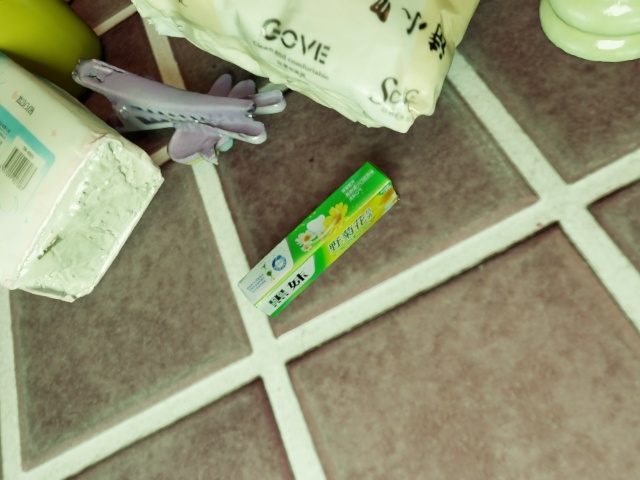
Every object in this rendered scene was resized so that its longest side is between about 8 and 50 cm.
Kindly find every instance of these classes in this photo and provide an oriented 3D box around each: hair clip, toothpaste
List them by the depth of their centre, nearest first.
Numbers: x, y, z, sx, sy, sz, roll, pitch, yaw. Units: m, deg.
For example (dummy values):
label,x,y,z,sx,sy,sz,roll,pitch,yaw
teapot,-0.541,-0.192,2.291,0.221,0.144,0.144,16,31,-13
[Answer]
label,x,y,z,sx,sy,sz,roll,pitch,yaw
toothpaste,0.000,0.000,0.506,0.178,0.043,0.037,-43,62,-2
hair clip,-0.166,-0.163,0.624,0.278,0.090,0.137,18,62,19

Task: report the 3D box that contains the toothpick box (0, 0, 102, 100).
label,x,y,z,sx,sy,sz,roll,pitch,yaw
toothpick box,-0.444,-0.304,0.676,0.174,0.271,0.175,-8,65,17

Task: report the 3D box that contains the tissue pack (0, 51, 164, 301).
label,x,y,z,sx,sy,sz,roll,pitch,yaw
tissue pack,-0.340,-0.083,0.613,0.271,0.124,0.202,36,96,28

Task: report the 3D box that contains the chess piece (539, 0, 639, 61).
label,x,y,z,sx,sy,sz,roll,pitch,yaw
chess piece,0.257,-0.286,0.414,0.144,0.251,0.145,-8,65,18

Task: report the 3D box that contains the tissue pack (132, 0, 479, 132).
label,x,y,z,sx,sy,sz,roll,pitch,yaw
tissue pack,0.009,-0.325,0.566,0.375,0.195,0.390,22,72,10

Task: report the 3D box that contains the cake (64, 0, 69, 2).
label,x,y,z,sx,sy,sz,roll,pitch,yaw
cake,-0.506,-0.449,0.900,0.225,0.090,0.110,-11,65,37
